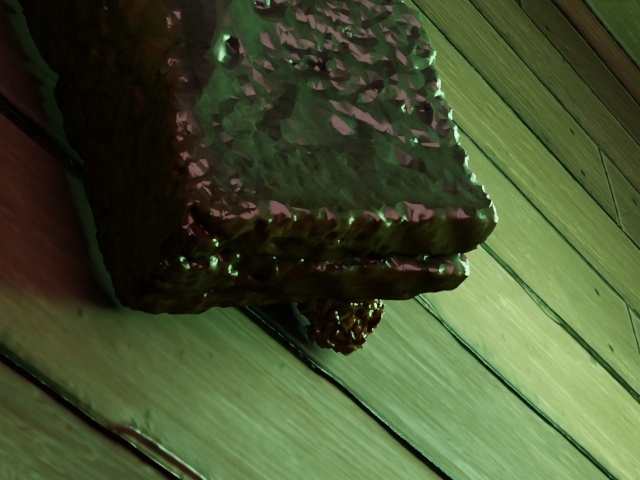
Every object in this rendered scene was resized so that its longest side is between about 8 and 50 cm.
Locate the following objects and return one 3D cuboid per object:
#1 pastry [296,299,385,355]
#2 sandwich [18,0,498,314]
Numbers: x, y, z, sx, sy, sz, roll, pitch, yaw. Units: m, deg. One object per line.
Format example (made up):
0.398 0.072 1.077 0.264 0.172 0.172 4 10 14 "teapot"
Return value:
-0.002 0.001 1.063 0.087 0.063 0.169 -20 76 -46 "pastry"
-0.045 -0.112 0.964 0.262 0.131 0.325 1 59 -38 "sandwich"
